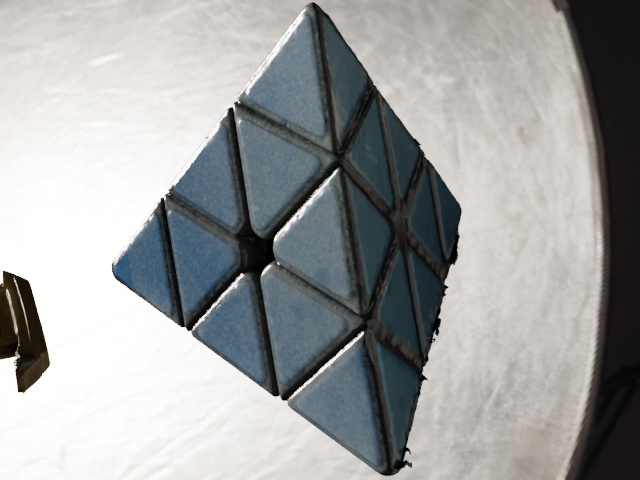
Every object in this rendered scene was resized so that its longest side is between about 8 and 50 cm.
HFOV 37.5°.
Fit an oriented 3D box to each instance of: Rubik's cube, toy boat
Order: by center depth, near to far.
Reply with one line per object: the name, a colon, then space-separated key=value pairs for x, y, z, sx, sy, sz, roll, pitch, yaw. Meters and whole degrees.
Rubik's cube: x=0.001 y=0.002 z=0.711 sx=0.228 sy=0.233 sz=0.229 roll=-55 pitch=11 yaw=-7
toy boat: x=-0.412 y=0.121 z=1.259 sx=0.200 sy=0.077 sz=0.057 roll=-121 pitch=28 yaw=-42
